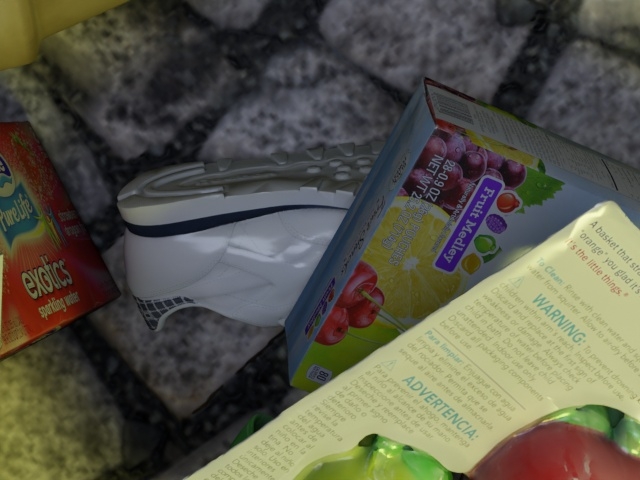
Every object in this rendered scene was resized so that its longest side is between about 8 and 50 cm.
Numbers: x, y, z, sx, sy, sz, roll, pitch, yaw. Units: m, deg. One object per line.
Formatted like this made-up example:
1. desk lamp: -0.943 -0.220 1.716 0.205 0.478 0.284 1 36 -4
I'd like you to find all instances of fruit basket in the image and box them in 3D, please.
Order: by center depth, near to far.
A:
1. fruit basket: 0.092 0.160 0.812 0.353 0.165 0.327 -39 122 17

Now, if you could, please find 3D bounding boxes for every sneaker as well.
1. sneaker: 0.000 0.000 0.901 0.235 0.090 0.094 -4 110 7

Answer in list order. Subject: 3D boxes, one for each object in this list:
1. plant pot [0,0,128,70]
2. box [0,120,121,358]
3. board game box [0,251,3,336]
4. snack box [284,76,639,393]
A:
1. plant pot: -0.106 -0.266 0.798 0.280 0.323 0.323 -13 92 -10
2. box: -0.216 0.016 0.827 0.123 0.257 0.128 -28 91 8
3. board game box: -0.292 0.116 0.697 0.318 0.066 0.318 17 114 24
4. snack box: 0.110 0.031 0.835 0.207 0.070 0.174 20 117 -16
